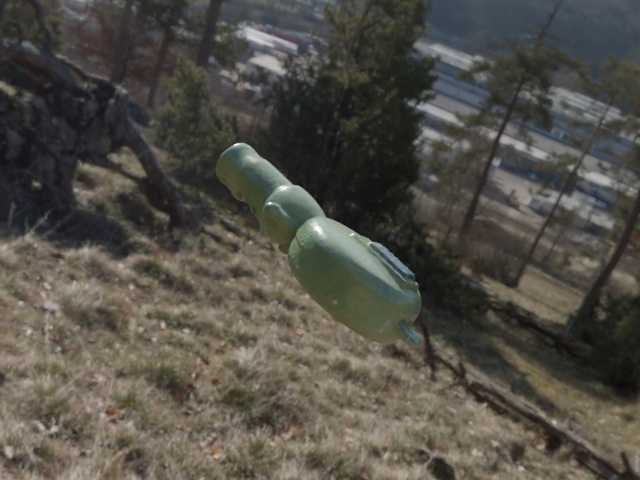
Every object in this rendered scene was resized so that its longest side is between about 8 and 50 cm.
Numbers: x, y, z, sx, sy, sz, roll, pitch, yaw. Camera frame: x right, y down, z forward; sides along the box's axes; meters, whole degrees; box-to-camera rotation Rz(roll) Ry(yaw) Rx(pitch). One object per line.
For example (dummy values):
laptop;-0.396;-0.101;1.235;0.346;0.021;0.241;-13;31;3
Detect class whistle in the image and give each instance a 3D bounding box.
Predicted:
whistle;0.000;0.000;0.646;0.258;0.067;0.126;43;11;27
